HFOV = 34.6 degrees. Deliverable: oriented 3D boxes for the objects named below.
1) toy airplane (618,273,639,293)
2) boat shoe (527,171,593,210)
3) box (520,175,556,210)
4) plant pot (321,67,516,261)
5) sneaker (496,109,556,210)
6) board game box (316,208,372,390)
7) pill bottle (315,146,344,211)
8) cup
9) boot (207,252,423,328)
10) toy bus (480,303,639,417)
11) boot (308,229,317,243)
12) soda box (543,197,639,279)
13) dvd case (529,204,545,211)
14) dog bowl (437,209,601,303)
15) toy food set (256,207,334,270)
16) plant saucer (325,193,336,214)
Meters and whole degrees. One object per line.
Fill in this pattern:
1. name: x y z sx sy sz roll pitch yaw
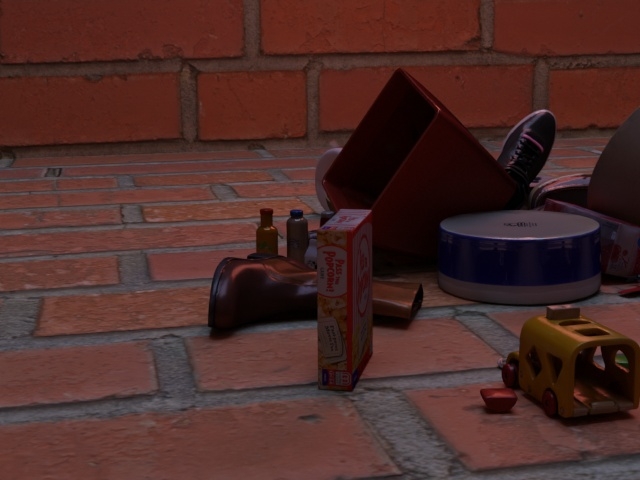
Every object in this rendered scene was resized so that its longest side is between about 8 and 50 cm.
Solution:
1. toy airplane: 0.549 0.071 1.627 0.151 0.028 0.151 0 11 0
2. boat shoe: 0.600 -0.068 2.099 0.341 0.123 0.123 5 10 -1
3. box: 0.535 -0.089 2.271 0.289 0.087 0.169 2 12 11
4. plant pot: 0.191 -0.112 1.864 0.235 0.267 0.267 27 17 -23
5. sneaker: 0.414 -0.149 2.124 0.104 0.296 0.147 37 -5 -6
6. board game box: 0.031 0.068 1.262 0.045 0.194 0.147 2 12 12
7. pill bottle: 0.142 -0.145 2.387 0.283 0.161 0.161 -10 15 -38
8. cup: 0.687 -0.096 1.849 0.331 0.331 0.237 -9 42 -35
9. boot: -0.004 0.093 1.499 0.280 0.096 0.264 10 7 17
10. toy bus: 0.278 0.127 1.176 0.202 0.104 0.191 6 13 27
11. boot: 0.017 -0.005 2.025 0.114 0.037 0.106 -2 6 -4
12. soda box: 0.480 -0.003 1.811 0.083 0.092 0.263 12 8 -17
13. dvd case: 0.350 -0.024 1.981 0.164 0.018 0.221 -22 2 28
14. dog bowl: 0.325 0.022 1.686 0.264 0.104 0.265 -1 11 0
15. toy food set: 0.000 0.000 1.821 0.232 0.105 0.111 7 14 35
16. plant saucer: 0.119 -0.038 2.040 0.240 0.037 0.241 17 13 -4
